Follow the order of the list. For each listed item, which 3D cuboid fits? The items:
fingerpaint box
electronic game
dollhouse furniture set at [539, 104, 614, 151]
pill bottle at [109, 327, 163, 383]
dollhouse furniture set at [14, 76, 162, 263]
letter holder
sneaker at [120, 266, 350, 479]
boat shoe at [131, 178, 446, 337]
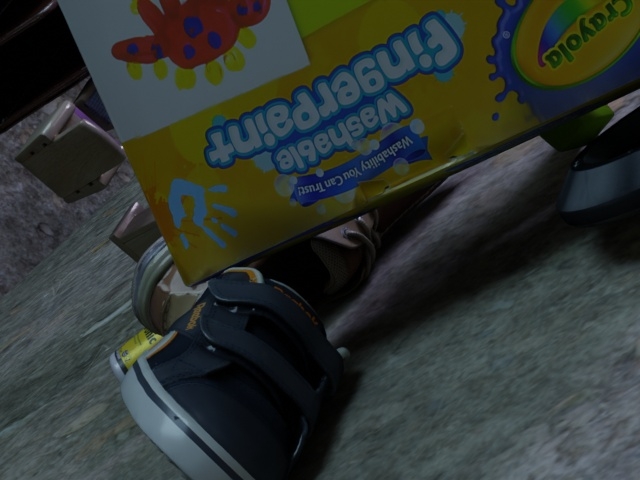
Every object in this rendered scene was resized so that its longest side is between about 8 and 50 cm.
[{"bbox_3d":[0.031,-0.220,1.244,0.445,0.371,0.163,-25,-1,34],"label":"fingerpaint box"},{"bbox_3d":[0.248,-0.075,1.103,0.229,0.048,0.229,-32,5,3],"label":"electronic game"},{"bbox_3d":[0.225,-0.245,1.318,0.301,0.197,0.151,-53,-10,31],"label":"dollhouse furniture set"},{"bbox_3d":[-0.126,0.094,1.583,0.116,0.065,0.065,-37,11,4],"label":"pill bottle"},{"bbox_3d":[-0.071,-0.123,1.700,0.198,0.286,0.303,-24,30,51],"label":"dollhouse furniture set"},{"bbox_3d":[-0.245,-0.280,1.772,0.214,0.152,0.302,-25,24,33],"label":"letter holder"},{"bbox_3d":[-0.055,0.091,1.214,0.127,0.126,0.321,-44,10,1],"label":"sneaker"},{"bbox_3d":[0.000,0.000,1.491,0.324,0.123,0.116,-36,45,-13],"label":"boat shoe"}]
